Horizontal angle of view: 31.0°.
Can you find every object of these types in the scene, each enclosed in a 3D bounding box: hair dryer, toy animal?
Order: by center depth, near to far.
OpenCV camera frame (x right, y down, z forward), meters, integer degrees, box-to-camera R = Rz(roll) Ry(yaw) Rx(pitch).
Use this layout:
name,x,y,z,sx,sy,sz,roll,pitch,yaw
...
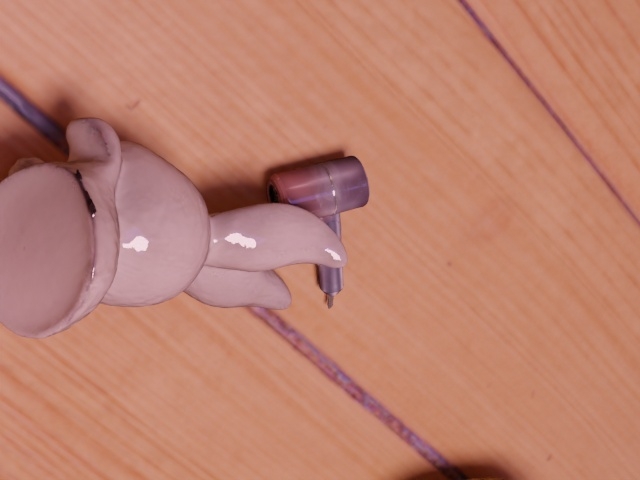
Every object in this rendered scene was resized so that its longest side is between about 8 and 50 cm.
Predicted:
name,x,y,z,sx,sy,sz,roll,pitch,yaw
toy animal,-0.097,-0.008,0.721,0.220,0.131,0.104,0,140,-51
hair dryer,0.000,0.000,0.801,0.063,0.037,0.114,-15,122,-18

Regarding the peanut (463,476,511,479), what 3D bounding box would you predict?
name,x,y,z,sx,sy,sz,roll,pitch,yaw
peanut,0.060,0.271,0.877,0.298,0.120,0.136,-24,122,-16
